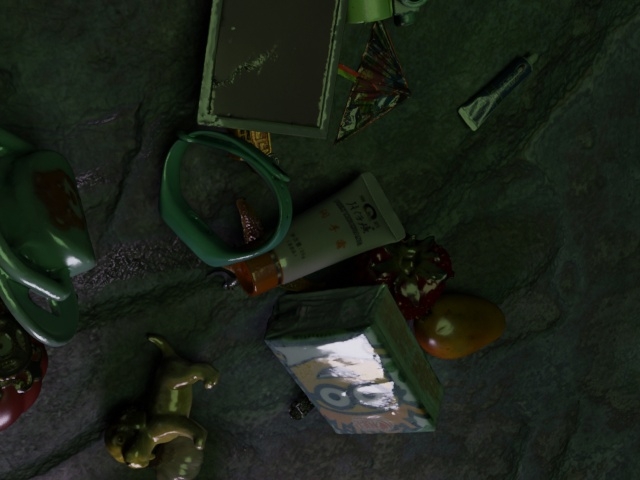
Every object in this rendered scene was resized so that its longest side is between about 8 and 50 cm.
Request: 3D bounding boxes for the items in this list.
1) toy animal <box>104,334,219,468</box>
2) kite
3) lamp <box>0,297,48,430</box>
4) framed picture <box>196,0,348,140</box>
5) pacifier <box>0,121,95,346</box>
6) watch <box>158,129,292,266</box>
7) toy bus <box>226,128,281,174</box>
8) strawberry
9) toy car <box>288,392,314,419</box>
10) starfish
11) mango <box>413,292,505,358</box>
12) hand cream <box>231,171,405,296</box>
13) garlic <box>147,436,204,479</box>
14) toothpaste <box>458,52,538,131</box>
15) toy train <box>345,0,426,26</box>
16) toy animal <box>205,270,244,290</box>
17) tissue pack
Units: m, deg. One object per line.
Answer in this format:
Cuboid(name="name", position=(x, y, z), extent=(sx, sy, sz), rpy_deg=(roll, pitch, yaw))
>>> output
Cuboid(name="toy animal", position=(-0.268, 0.299, 1.423), extent=(0.168, 0.121, 0.233), rpy_deg=(24, 90, -2))
Cuboid(name="kite", position=(0.089, -0.271, 1.454), extent=(0.183, 0.014, 0.241), rpy_deg=(17, 102, -33))
Cuboid(name="lamp", position=(-0.514, 0.175, 1.189), extent=(0.226, 0.227, 0.227), rpy_deg=(-11, 115, -25))
Cuboid(name="framed picture", position=(-0.069, -0.313, 1.271), extent=(0.231, 0.018, 0.294), rpy_deg=(3, 102, -29))
Cuboid(name="pacifier", position=(-0.450, -0.004, 1.084), extent=(0.269, 0.344, 0.288), rpy_deg=(-24, 155, -1))
Cuboid(name="watch", position=(-0.158, -0.072, 1.291), extent=(0.195, 0.237, 0.068), rpy_deg=(-48, 169, 16))
Cuboid(name="toy bus", position=(-0.117, -0.183, 1.339), extent=(0.074, 0.069, 0.162), rpy_deg=(-16, 116, -23))
Cuboid(name="strawberry", position=(0.144, 0.074, 1.545), extent=(0.186, 0.184, 0.202), rpy_deg=(-21, 148, -26))
Cuboid(name="toy car", position=(-0.027, 0.320, 1.626), extent=(0.093, 0.025, 0.041), rpy_deg=(-37, 122, -15))
Cuboid(name="starfish", position=(-0.075, 0.013, 1.462), extent=(0.247, 0.050, 0.138), rpy_deg=(18, 100, -41))
Cuboid(name="mango", position=(0.291, 0.179, 1.699), extent=(0.253, 0.113, 0.139), rpy_deg=(5, 104, -38))
Cuboid(name="hand cream", position=(0.000, 0.000, 1.417), extent=(0.314, 0.089, 0.140), rpy_deg=(-29, 85, -26))
Cuboid(name="garlic", position=(-0.254, 0.403, 1.505), extent=(0.094, 0.074, 0.113), rpy_deg=(27, 79, -25))
Cuboid(name="toothpaste", position=(0.350, -0.295, 1.580), extent=(0.197, 0.035, 0.057), rpy_deg=(-43, 109, -5))
Cuboid(name="toy train", position=(0.089, -0.472, 1.328), extent=(0.157, 0.105, 0.253), rpy_deg=(-12, 117, -9))
Cuboid(name="toy animal", position=(-0.157, 0.074, 1.440), extent=(0.084, 0.050, 0.028), rpy_deg=(22, 81, -36))
Cuboid(name="tissue pack", position=(0.068, 0.230, 1.519), extent=(0.311, 0.227, 0.128), rpy_deg=(58, 38, -34))
